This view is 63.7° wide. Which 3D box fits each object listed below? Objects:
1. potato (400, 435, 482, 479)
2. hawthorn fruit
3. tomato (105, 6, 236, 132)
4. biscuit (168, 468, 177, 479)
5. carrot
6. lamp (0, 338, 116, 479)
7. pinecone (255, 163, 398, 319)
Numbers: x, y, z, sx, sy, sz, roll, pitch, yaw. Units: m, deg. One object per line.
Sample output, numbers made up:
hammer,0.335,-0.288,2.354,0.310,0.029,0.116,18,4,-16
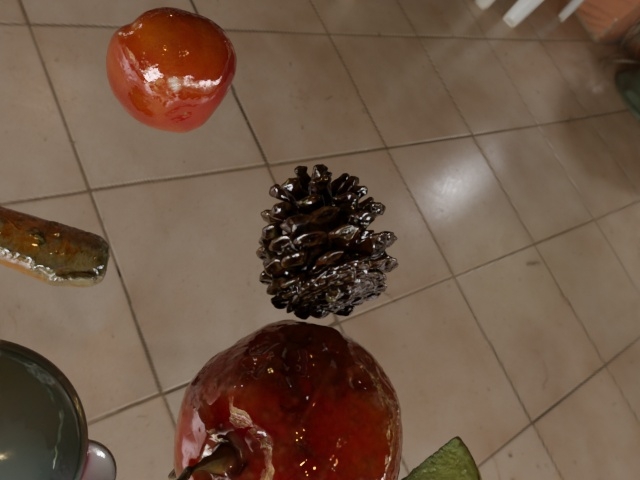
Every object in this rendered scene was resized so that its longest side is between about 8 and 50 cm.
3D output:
potato,0.292,0.682,1.195,0.280,0.330,0.213,50,4,-33
hawthorn fruit,-0.053,0.203,0.517,0.271,0.241,0.242,1,62,-57
tomato,-0.289,-0.321,1.005,0.259,0.260,0.180,-12,68,-35
biscuit,-0.231,0.433,1.051,0.025,0.231,0.131,46,50,-8
carrot,-0.591,0.009,1.062,0.301,0.138,0.139,27,53,-23
lamp,-0.283,0.143,0.379,0.179,0.108,0.246,-39,95,-33
pinecone,0.002,-0.008,0.585,0.162,0.163,0.165,2,58,-30
